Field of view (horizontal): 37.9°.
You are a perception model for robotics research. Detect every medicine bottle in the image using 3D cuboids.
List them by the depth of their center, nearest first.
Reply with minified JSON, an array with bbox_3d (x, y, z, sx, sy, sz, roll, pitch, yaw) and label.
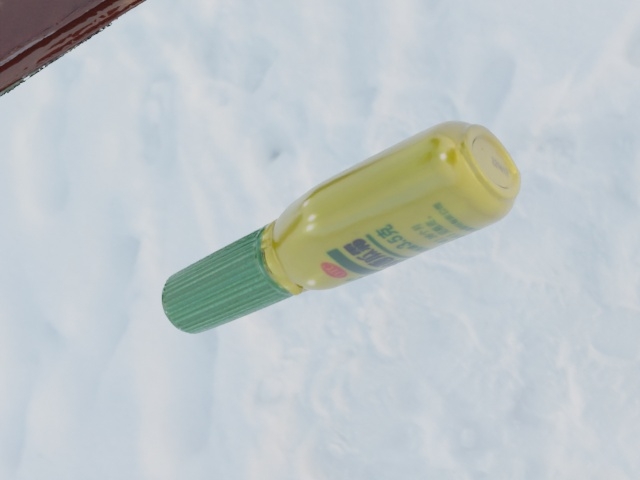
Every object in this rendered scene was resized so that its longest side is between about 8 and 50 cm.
[{"bbox_3d":[0.000,0.000,0.605,0.260,0.095,0.064,-24,68,31],"label":"medicine bottle"}]

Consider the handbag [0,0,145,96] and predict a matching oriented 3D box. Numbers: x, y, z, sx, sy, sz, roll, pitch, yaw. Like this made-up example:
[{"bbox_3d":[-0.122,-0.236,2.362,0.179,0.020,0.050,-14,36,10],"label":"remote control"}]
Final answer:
[{"bbox_3d":[-0.300,-0.309,0.924,0.275,0.084,0.260,-35,87,-15],"label":"handbag"}]
